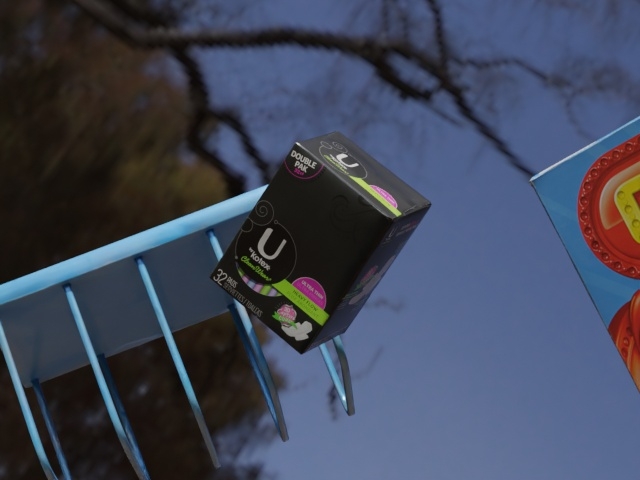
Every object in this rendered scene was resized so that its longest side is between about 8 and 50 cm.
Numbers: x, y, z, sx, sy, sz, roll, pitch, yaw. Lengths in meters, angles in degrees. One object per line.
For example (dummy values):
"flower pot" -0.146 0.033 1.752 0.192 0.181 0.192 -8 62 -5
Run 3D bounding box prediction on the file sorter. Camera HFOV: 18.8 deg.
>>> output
"file sorter" -0.075 0.063 1.022 0.118 0.170 0.104 81 -14 -67

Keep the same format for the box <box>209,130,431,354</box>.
"box" 0.000 0.000 0.917 0.062 0.052 0.083 39 -68 13

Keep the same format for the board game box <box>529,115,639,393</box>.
"board game box" 0.288 0.035 0.794 0.308 0.086 0.302 -31 -97 34
